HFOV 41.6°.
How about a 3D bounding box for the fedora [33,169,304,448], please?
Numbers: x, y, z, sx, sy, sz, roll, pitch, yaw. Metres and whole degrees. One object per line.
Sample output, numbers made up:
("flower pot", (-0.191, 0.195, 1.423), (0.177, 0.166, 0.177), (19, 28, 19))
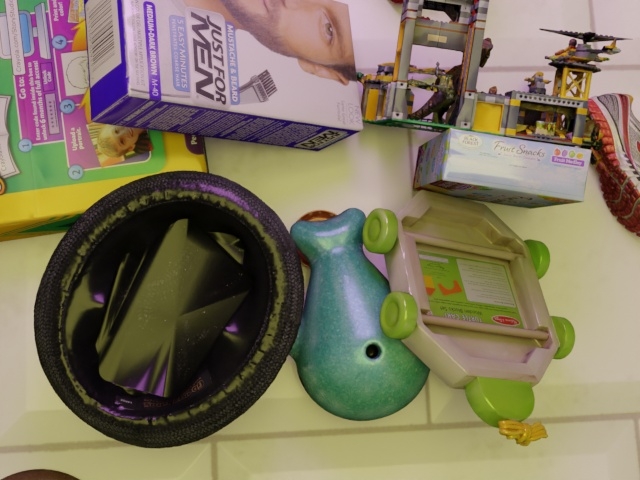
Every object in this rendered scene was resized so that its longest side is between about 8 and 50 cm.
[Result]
("fedora", (-0.178, 0.082, 1.043), (0.334, 0.152, 0.334), (0, 85, -1))

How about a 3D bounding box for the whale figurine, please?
("whale figurine", (0.043, 0.092, 1.067), (0.216, 0.141, 0.272), (-13, 85, -7))

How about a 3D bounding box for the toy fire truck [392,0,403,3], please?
("toy fire truck", (0.133, -0.479, 1.120), (0.169, 0.254, 0.302), (-32, 84, -9))

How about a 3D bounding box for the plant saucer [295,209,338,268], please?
("plant saucer", (0.000, 0.000, 1.146), (0.083, 0.013, 0.083), (1, 79, -5))

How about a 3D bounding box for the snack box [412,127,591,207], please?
("snack box", (0.223, -0.088, 1.080), (0.174, 0.207, 0.070), (8, 91, -4))

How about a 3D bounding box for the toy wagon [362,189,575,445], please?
("toy wagon", (0.190, 0.092, 1.038), (0.267, 0.068, 0.344), (10, 53, -27))

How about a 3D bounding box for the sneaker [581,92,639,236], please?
("sneaker", (0.437, -0.106, 1.165), (0.093, 0.088, 0.225), (-21, 83, -9))

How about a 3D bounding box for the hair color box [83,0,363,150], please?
("hair color box", (-0.112, -0.227, 1.047), (0.339, 0.110, 0.185), (2, 77, -41))

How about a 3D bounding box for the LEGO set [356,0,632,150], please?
("LEGO set", (0.207, -0.232, 1.085), (0.331, 0.255, 0.192), (8, 96, 4))

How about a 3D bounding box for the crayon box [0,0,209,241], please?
("crayon box", (-0.322, -0.199, 1.108), (0.313, 0.106, 0.363), (-8, 82, -5))

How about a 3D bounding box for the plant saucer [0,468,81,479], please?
("plant saucer", (-0.355, 0.385, 1.038), (0.199, 0.036, 0.198), (1, 80, -4))
